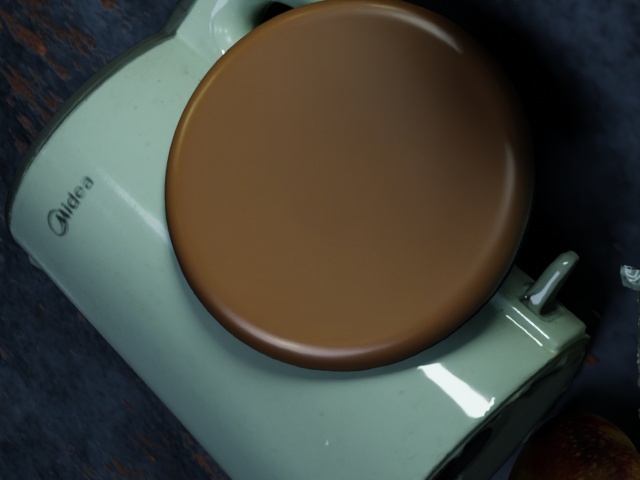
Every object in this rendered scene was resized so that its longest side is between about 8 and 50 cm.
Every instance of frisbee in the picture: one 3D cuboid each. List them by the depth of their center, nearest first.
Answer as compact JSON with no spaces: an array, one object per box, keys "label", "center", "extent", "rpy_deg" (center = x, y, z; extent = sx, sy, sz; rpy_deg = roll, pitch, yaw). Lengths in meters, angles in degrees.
[{"label":"frisbee","center":[0.015,-0.040,1.211],"extent":[0.251,0.251,0.021],"rpy_deg":[36,180,20]}]

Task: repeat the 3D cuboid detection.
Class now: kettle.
[{"label":"kettle","center":[0.000,0.000,1.314],"extent":[0.377,0.250,0.361],"rpy_deg":[43,120,16]}]

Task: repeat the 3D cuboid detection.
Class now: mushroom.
[{"label":"mushroom","center":[0.242,0.219,1.310],"extent":[0.217,0.227,0.148],"rpy_deg":[19,105,-11]}]

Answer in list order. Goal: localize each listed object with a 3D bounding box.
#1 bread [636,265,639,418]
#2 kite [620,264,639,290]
[{"label":"bread","center":[0.250,0.083,1.263],"extent":[0.068,0.028,0.153],"rpy_deg":[17,129,36]},{"label":"kite","center":[0.305,0.043,1.170],"extent":[0.250,0.012,0.229],"rpy_deg":[14,118,27]}]
